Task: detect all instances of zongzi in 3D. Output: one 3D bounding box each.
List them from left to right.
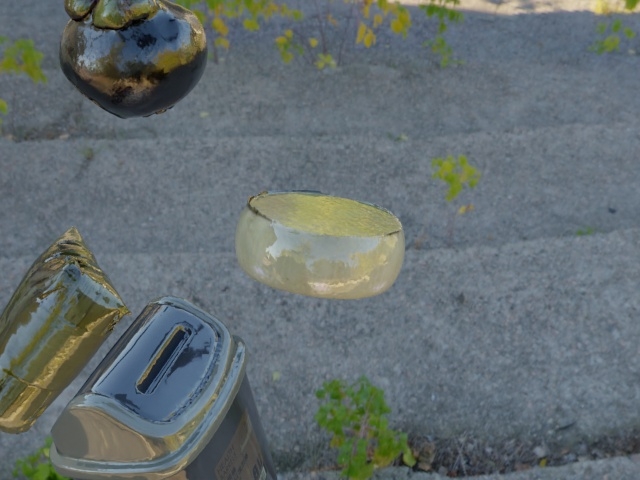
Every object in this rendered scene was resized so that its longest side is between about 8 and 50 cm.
[{"bbox_3d":[-0.453,0.128,1.062,0.274,0.145,0.300,-52,35,-1],"label":"zongzi"}]

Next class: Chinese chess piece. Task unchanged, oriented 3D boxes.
[{"bbox_3d":[0.000,0.000,0.966,0.250,0.103,0.250,7,17,-2],"label":"Chinese chess piece"}]

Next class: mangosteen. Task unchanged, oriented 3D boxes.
[{"bbox_3d":[-0.347,-0.356,1.169,0.233,0.287,0.287,-42,50,16],"label":"mangosteen"}]

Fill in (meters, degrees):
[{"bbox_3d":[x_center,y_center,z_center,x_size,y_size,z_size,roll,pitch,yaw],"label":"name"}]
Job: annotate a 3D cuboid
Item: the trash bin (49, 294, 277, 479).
[{"bbox_3d":[-0.161,0.227,0.732,0.182,0.290,0.209,-5,29,19],"label":"trash bin"}]
